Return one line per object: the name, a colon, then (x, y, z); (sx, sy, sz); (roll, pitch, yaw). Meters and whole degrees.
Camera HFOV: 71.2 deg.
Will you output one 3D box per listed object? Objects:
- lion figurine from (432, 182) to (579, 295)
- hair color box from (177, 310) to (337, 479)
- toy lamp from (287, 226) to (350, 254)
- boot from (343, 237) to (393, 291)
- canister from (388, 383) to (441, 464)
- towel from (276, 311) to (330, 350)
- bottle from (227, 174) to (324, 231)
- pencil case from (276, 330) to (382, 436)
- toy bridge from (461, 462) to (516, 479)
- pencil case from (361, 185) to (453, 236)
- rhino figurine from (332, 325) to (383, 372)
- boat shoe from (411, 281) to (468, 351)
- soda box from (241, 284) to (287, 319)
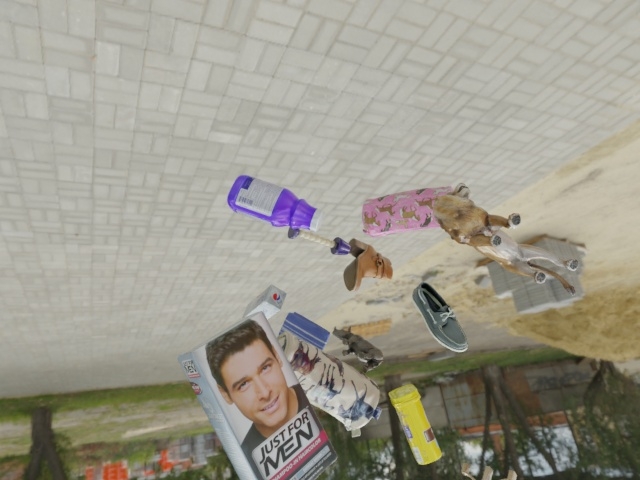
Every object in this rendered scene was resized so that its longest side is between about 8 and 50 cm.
lion figurine: (0.480, 0.010, 1.197); (0.392, 0.142, 0.240); (41, 174, -15)
hair color box: (-0.137, 0.369, 0.989); (0.185, 0.375, 0.113); (-27, 179, -37)
toy lamp: (0.000, 0.000, 1.831); (0.274, 0.080, 0.080); (19, 146, -25)
boot: (0.214, 0.138, 1.956); (0.220, 0.284, 0.109); (29, 127, -21)
canister: (0.245, 0.474, 1.163); (0.073, 0.170, 0.126); (-21, 170, -1)
towel: (-0.107, 0.480, 1.816); (0.243, 0.336, 0.040); (20, 173, 42)
bottle: (-0.129, -0.101, 1.315); (0.282, 0.118, 0.092); (19, 162, 11)
pencil case: (-0.001, 0.434, 1.363); (0.410, 0.184, 0.159); (35, 131, -24)
toy bridge: (0.547, 0.775, 1.464); (0.188, 0.063, 0.026); (-19, 114, 47)
pencil case: (0.358, -0.113, 1.810); (0.385, 0.167, 0.160); (-7, 121, 23)
rhino figurine: (0.125, 0.373, 1.588); (0.106, 0.243, 0.073); (-2, 113, -38)
boat shoe: (0.481, 0.301, 1.799); (0.116, 0.320, 0.099); (-15, 140, -23)
soda box: (-0.272, 0.316, 2.132); (0.091, 0.098, 0.286); (32, 141, -15)
